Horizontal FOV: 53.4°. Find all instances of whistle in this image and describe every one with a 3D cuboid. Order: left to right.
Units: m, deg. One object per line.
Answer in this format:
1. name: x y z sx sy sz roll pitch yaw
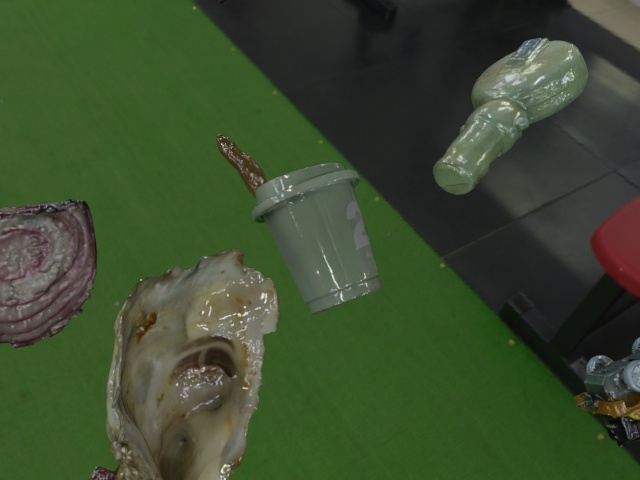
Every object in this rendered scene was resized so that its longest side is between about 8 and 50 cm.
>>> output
1. whistle: 0.202 -0.146 0.691 0.126 0.067 0.258 0 42 52

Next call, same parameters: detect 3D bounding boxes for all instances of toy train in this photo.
1. toy train: 0.431 0.196 0.820 0.219 0.089 0.127 -19 87 -14

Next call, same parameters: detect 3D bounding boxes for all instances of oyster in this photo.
1. oyster: -0.103 0.126 0.459 0.107 0.232 0.162 10 19 38

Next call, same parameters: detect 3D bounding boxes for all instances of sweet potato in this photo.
1. sweet potato: -0.173 -0.168 1.439 0.054 0.053 0.182 -39 97 -8

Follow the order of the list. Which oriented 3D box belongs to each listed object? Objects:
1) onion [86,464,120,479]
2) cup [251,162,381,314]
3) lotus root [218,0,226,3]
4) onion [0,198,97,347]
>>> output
1. onion: -0.409 0.554 1.373 0.285 0.273 0.273 39 46 -15
2. cup: 0.000 0.000 0.658 0.120 0.120 0.141 -15 83 -24
3. lotus root: -0.013 -0.271 0.440 0.074 0.261 0.170 39 65 -27
4. onion: -0.592 0.059 1.211 0.146 0.280 0.314 15 19 31
